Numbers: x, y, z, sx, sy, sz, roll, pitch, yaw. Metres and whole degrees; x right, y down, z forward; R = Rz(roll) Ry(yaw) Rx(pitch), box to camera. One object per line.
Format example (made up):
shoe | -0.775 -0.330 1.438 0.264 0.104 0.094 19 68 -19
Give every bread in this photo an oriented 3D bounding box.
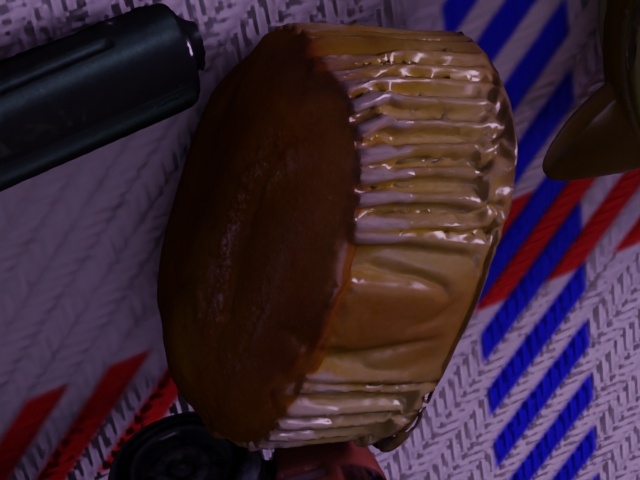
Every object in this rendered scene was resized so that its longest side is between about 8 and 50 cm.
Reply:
bread | 0.000 0.000 0.831 0.114 0.132 0.191 0 122 -28

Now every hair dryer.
hair dryer | -0.171 0.015 0.776 0.302 0.116 0.244 -24 136 -21

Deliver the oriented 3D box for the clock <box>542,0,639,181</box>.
clock | 0.268 -0.120 0.900 0.348 0.117 0.286 -17 130 -18

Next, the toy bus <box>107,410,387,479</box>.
toy bus | -0.142 0.256 0.860 0.426 0.233 0.203 -18 132 -5
